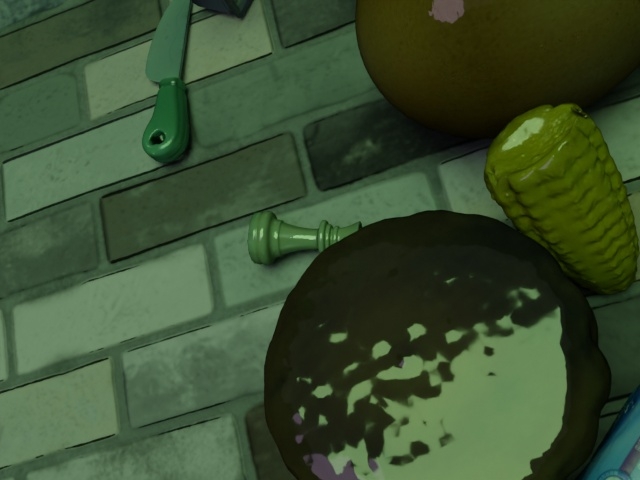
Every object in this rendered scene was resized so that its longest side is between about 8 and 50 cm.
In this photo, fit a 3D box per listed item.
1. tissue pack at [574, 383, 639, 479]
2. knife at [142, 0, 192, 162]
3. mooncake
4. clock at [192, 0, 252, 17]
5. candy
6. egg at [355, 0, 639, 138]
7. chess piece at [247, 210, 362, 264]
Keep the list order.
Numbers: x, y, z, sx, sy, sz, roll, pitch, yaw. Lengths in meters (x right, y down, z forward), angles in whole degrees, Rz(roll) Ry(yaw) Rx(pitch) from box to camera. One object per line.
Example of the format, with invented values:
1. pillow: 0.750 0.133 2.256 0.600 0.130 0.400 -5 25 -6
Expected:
1. tissue pack: 0.270 0.267 0.620 0.198 0.146 0.263 34 83 24
2. knife: -0.190 -0.212 0.998 0.063 0.034 0.260 -12 62 20
3. mooncake: 0.105 0.121 0.714 0.290 0.161 0.290 -6 68 16
4. clock: -0.122 -0.376 0.942 0.073 0.193 0.145 22 80 21
5. candy: 0.230 -0.022 0.718 0.106 0.199 0.094 -25 31 26
6. egg: 0.190 -0.233 0.763 0.322 0.250 0.250 -22 66 7
7. chess piece: 0.000 0.000 0.850 0.149 0.059 0.059 2 72 13
